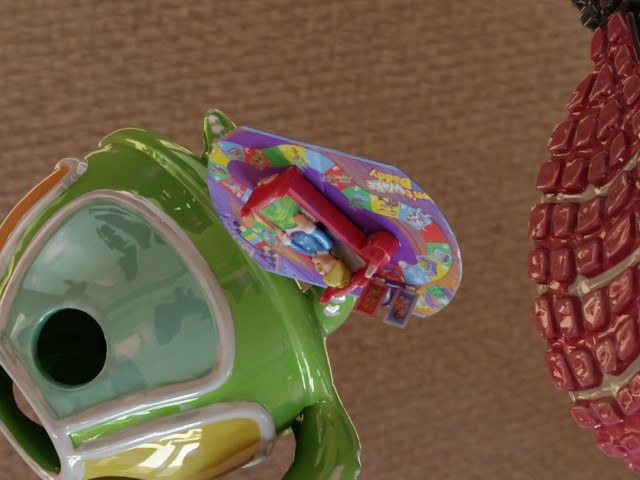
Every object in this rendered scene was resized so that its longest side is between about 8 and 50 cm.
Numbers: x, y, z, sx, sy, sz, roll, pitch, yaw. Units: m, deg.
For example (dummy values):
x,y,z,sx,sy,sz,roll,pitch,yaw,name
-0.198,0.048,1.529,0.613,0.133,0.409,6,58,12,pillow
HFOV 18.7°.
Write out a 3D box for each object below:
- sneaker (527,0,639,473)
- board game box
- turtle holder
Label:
x,y,z,sx,sy,sz,roll,pitch,yaw,name
0.160,-0.050,0.730,0.112,0.121,0.299,24,61,-23,sneaker
0.000,0.000,1.149,0.033,0.168,0.133,-59,154,-34,board game box
-0.115,0.089,1.393,0.227,0.243,0.320,-34,108,-26,turtle holder
